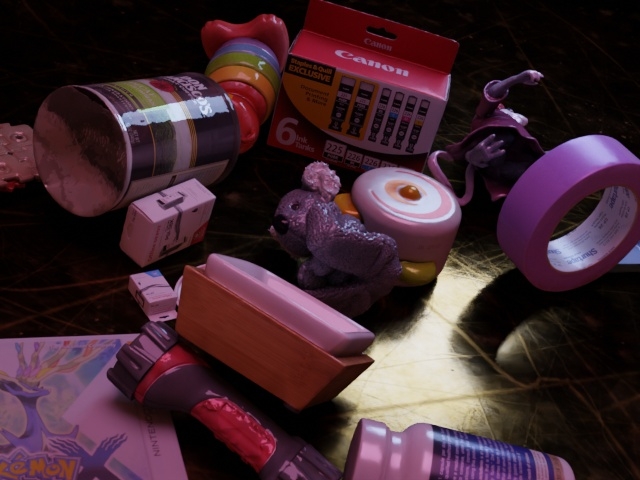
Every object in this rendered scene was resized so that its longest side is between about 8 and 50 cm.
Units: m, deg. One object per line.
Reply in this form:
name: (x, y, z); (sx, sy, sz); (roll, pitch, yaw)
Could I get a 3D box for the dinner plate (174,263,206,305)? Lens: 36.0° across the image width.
dinner plate: (-0.151, 0.084, 1.495); (0.141, 0.017, 0.141); (4, 37, -3)

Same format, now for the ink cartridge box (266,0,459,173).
ink cartridge box: (0.081, -0.280, 1.885); (0.309, 0.272, 0.130); (16, 34, 1)

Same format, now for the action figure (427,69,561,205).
action figure: (0.369, -0.185, 2.008); (0.275, 0.248, 0.370); (-27, 21, 11)

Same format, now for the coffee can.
coffee can: (-0.290, -0.160, 1.589); (0.201, 0.202, 0.275); (33, 28, 22)

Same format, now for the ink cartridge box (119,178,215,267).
ink cartridge box: (-0.240, -0.028, 1.553); (0.056, 0.099, 0.135); (40, 41, 21)

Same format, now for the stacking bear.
stacking bear: (-0.158, -0.282, 1.896); (0.175, 0.164, 0.289); (-4, 45, 13)

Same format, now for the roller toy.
roller toy: (0.132, -0.031, 1.667); (0.209, 0.146, 0.191); (28, 36, 18)

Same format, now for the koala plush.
koala plush: (0.000, 0.000, 1.553); (0.203, 0.196, 0.221); (4, 34, -37)

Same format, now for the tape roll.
tape roll: (0.443, -0.043, 1.698); (0.274, 0.275, 0.090); (-5, 40, -28)

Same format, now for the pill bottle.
pill bottle: (0.161, 0.309, 1.200); (0.264, 0.153, 0.153); (15, 35, -3)

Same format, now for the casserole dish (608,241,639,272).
casserole dish: (0.567, 0.020, 1.870); (0.188, 0.037, 0.114); (0, 37, -23)

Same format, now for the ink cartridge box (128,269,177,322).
ink cartridge box: (-0.245, 0.083, 1.459); (0.048, 0.028, 0.083); (-13, 44, -35)

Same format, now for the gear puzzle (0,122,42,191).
gear puzzle: (-0.515, -0.132, 1.646); (0.175, 0.044, 0.339); (37, 37, 30)

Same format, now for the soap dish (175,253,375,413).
soap dish: (-0.054, 0.123, 1.296); (0.229, 0.118, 0.291); (30, 0, 12)

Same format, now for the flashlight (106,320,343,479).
flashlight: (-0.121, 0.228, 1.214); (0.304, 0.103, 0.103); (40, -1, 11)

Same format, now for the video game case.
video game case: (-0.345, 0.230, 1.207); (0.329, 0.036, 0.300); (0, 38, -22)
